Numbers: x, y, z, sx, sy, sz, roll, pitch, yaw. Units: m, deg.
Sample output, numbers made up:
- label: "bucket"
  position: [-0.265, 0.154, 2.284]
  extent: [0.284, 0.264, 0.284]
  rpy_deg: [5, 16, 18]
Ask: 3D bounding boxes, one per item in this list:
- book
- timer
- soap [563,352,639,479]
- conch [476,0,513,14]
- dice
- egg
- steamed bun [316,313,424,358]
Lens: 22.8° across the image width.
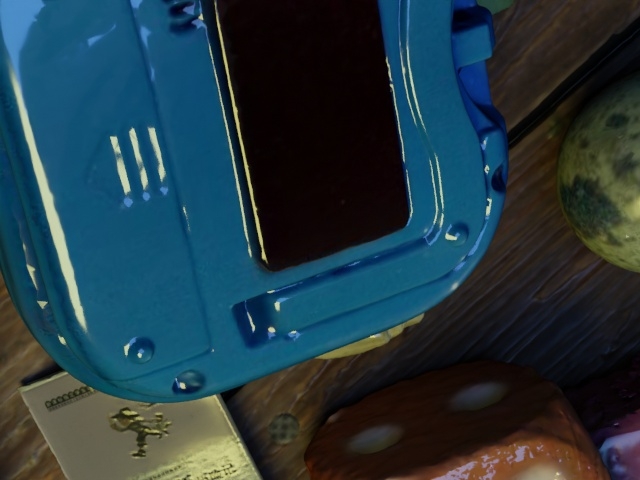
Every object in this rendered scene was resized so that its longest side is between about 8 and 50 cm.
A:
- label: "book"
  position: [-0.113, 0.155, 1.107]
  extent: [0.127, 0.014, 0.182]
  rpy_deg: [-22, 107, 9]
- label: "timer"
  position: [-0.043, -0.082, 0.896]
  extent: [0.309, 0.115, 0.340]
  rpy_deg: [-20, 115, -19]
- label: "soap"
  position: [0.315, 0.225, 1.162]
  extent: [0.220, 0.127, 0.325]
  rpy_deg: [-22, 108, 0]
- label: "conch"
  position: [0.034, -0.233, 1.003]
  extent: [0.137, 0.143, 0.250]
  rpy_deg: [-14, 111, 10]
- label: "dice"
  position: [0.102, 0.190, 1.088]
  extent: [0.179, 0.175, 0.174]
  rpy_deg: [-24, 105, -4]
- label: "egg"
  position: [0.248, -0.053, 1.087]
  extent: [0.181, 0.141, 0.141]
  rpy_deg: [-20, 106, -16]
- label: "steamed bun"
  position: [0.000, 0.000, 1.062]
  extent: [0.192, 0.106, 0.177]
  rpy_deg: [8, 102, -15]
